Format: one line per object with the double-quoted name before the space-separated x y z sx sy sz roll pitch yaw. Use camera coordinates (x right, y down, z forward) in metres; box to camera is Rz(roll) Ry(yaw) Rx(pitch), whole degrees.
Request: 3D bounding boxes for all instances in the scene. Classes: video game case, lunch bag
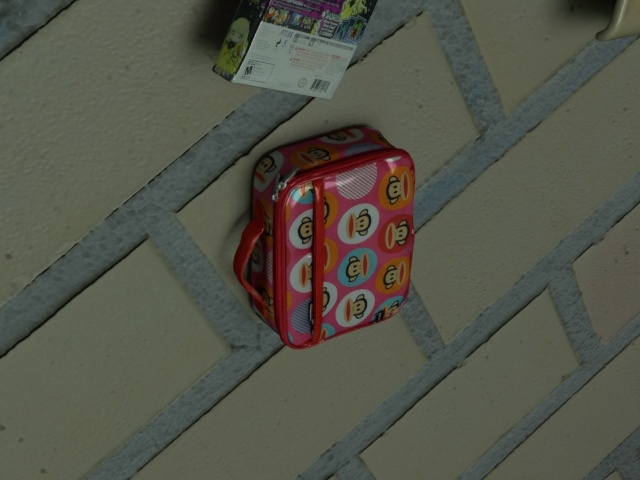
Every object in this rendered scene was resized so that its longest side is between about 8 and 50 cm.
"video game case" -0.015 -0.282 1.513 0.232 0.042 0.210 -2 121 -59
"lunch bag" 0.000 0.000 1.716 0.258 0.120 0.293 -17 126 -25

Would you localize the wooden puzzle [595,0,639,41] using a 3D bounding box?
"wooden puzzle" 0.552 -0.455 1.810 0.322 0.080 0.348 -19 132 -52
